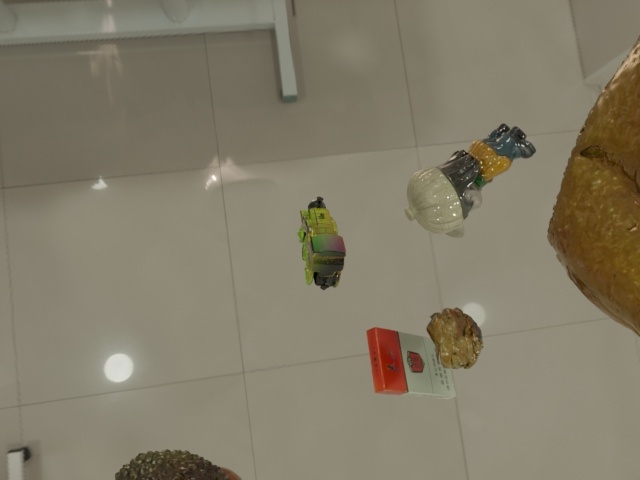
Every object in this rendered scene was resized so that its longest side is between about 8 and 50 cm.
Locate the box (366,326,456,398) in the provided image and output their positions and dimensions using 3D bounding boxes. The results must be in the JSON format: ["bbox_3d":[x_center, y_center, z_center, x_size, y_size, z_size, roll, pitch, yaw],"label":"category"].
[{"bbox_3d":[0.202,0.273,1.149,0.245,0.035,0.139,20,53,-38],"label":"box"}]

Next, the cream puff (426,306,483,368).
[{"bbox_3d":[0.271,0.198,1.045,0.104,0.119,0.133,-31,130,6],"label":"cream puff"}]

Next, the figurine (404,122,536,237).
[{"bbox_3d":[0.356,-0.163,1.311,0.205,0.185,0.332,31,100,-21],"label":"figurine"}]

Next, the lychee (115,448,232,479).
[{"bbox_3d":[-0.182,0.332,0.632,0.171,0.171,0.171,1,84,-6],"label":"lychee"}]

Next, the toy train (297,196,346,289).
[{"bbox_3d":[0.000,0.000,1.430,0.101,0.296,0.160,2,127,-11],"label":"toy train"}]

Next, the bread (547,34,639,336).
[{"bbox_3d":[0.316,-0.047,0.346,0.148,0.328,0.337,12,116,-14],"label":"bread"}]

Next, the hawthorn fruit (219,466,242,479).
[{"bbox_3d":[-0.274,0.765,1.366,0.298,0.277,0.277,24,79,35],"label":"hawthorn fruit"}]
